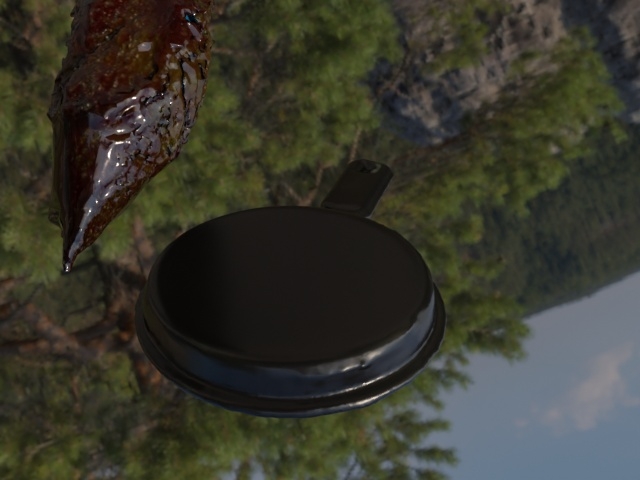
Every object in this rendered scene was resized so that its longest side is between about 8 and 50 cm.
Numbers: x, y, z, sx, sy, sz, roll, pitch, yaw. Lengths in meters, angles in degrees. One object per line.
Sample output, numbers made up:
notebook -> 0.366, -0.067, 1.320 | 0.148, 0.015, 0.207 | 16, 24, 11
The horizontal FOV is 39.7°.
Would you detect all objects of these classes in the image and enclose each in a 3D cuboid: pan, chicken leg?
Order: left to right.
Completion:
chicken leg -> -0.080, -0.081, 0.394 | 0.063, 0.105, 0.234 | 7, -154, -8
pan -> 0.000, 0.000, 0.428 | 0.136, 0.028, 0.235 | 9, -150, 12
